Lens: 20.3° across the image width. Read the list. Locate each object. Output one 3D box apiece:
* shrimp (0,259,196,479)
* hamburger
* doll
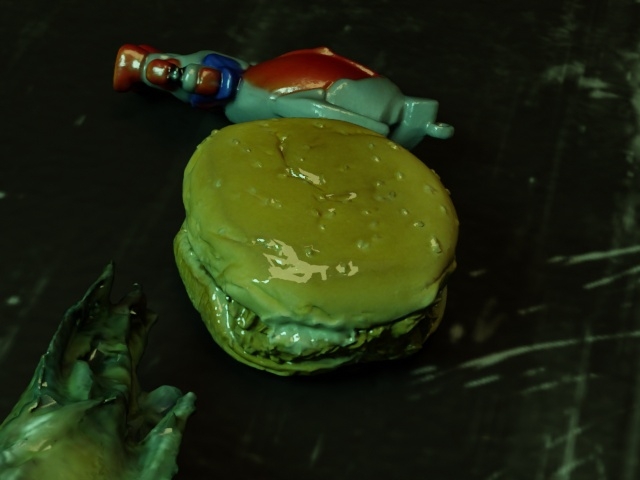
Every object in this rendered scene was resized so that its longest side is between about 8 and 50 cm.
[{"bbox_3d":[-0.204,0.136,0.688,0.272,0.085,0.445,19,42,20],"label":"shrimp"},{"bbox_3d":[0.000,0.000,0.898,0.138,0.083,0.147,-2,42,-23],"label":"hamburger"},{"bbox_3d":[-0.020,-0.080,1.009,0.194,0.104,0.062,12,80,10],"label":"doll"}]
